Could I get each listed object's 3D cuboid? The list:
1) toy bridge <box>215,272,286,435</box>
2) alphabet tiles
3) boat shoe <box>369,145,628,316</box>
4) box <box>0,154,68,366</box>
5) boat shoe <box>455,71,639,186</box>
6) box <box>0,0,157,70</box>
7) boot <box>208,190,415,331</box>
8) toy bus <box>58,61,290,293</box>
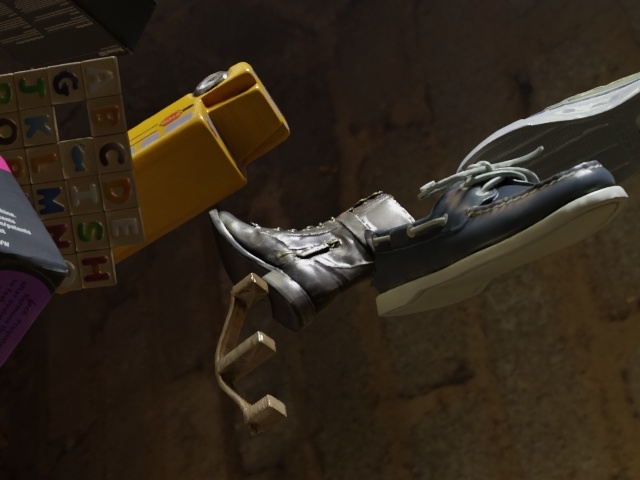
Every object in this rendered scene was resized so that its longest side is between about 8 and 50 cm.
[{"bbox_3d":[-0.073,0.115,1.104,0.026,0.063,0.188,39,25,-34],"label":"toy bridge"},{"bbox_3d":[-0.289,-0.063,1.215,0.009,0.198,0.237,-25,108,-74],"label":"alphabet tiles"},{"bbox_3d":[0.111,-0.011,0.798,0.095,0.254,0.079,-9,77,-25],"label":"boat shoe"},{"bbox_3d":[-0.278,-0.023,0.607,0.143,0.165,0.270,22,21,-49],"label":"box"},{"bbox_3d":[0.278,-0.099,1.143,0.109,0.302,0.094,64,21,-10],"label":"boat shoe"},{"bbox_3d":[-0.398,-0.349,1.686,0.184,0.261,0.103,43,60,-36],"label":"box"},{"bbox_3d":[0.000,0.000,1.508,0.229,0.091,0.263,-31,49,-21],"label":"boot"},{"bbox_3d":[-0.199,-0.077,1.372,0.108,0.332,0.130,56,7,-24],"label":"toy bus"}]
